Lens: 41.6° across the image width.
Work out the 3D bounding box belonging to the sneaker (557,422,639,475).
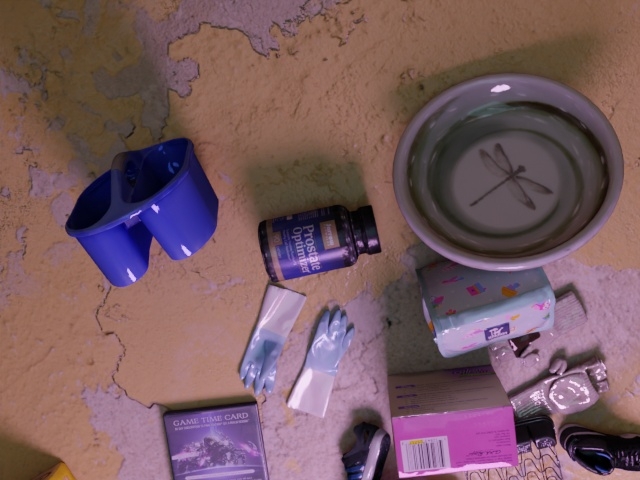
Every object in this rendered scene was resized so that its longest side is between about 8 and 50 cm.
[{"bbox_3d":[0.579,0.426,1.640,0.217,0.121,0.079,11,100,1],"label":"sneaker"}]

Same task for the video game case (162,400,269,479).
[{"bbox_3d":[-0.207,0.475,1.739,0.196,0.026,0.274,-7,98,4],"label":"video game case"}]

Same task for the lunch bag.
[{"bbox_3d":[0.298,0.109,1.535,0.224,0.262,0.160,-16,98,5],"label":"lunch bag"}]

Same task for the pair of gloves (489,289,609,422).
[{"bbox_3d":[0.449,0.239,1.659,0.204,0.042,0.240,-21,98,6],"label":"pair of gloves"}]

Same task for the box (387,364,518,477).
[{"bbox_3d":[0.240,0.333,1.582,0.214,0.243,0.117,-7,99,3],"label":"box"}]

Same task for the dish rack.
[{"bbox_3d":[0.393,0.499,1.683,0.208,0.074,0.271,-15,108,7],"label":"dish rack"}]

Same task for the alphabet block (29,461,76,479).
[{"bbox_3d":[-0.577,0.601,1.697,0.197,0.192,0.193,-30,98,8],"label":"alphabet block"}]

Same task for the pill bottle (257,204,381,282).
[{"bbox_3d":[0.000,0.000,1.603,0.219,0.123,0.122,-13,98,3],"label":"pill bottle"}]

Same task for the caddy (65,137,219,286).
[{"bbox_3d":[-0.322,-0.073,1.514,0.241,0.341,0.179,-25,114,6],"label":"caddy"}]

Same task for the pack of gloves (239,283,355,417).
[{"bbox_3d":[-0.049,0.227,1.682,0.195,0.046,0.232,19,100,1],"label":"pack of gloves"}]

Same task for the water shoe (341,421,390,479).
[{"bbox_3d":[0.080,0.462,1.711,0.080,0.073,0.203,25,103,28],"label":"water shoe"}]

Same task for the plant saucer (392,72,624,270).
[{"bbox_3d":[0.334,-0.114,1.529,0.401,0.100,0.400,-5,63,10],"label":"plant saucer"}]
